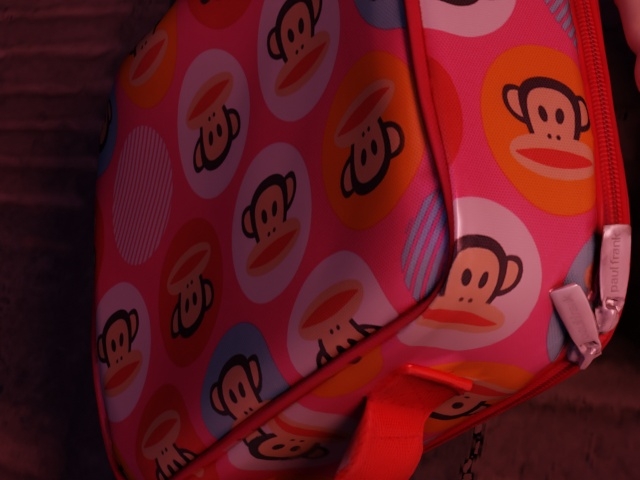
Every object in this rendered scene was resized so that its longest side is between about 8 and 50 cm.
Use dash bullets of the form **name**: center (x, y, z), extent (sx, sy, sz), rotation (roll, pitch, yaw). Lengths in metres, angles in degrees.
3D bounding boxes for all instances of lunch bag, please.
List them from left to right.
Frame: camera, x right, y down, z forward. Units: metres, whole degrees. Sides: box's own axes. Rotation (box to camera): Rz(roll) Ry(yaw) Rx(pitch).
- **lunch bag**: center (0.000, 0.000, 0.655), extent (0.293, 0.120, 0.258), rotation (-36, 51, 50)

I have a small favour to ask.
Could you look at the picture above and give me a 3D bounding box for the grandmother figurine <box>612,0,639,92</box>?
- **grandmother figurine**: center (0.201, -0.120, 0.605), extent (0.342, 0.207, 0.104), rotation (55, 147, 26)
